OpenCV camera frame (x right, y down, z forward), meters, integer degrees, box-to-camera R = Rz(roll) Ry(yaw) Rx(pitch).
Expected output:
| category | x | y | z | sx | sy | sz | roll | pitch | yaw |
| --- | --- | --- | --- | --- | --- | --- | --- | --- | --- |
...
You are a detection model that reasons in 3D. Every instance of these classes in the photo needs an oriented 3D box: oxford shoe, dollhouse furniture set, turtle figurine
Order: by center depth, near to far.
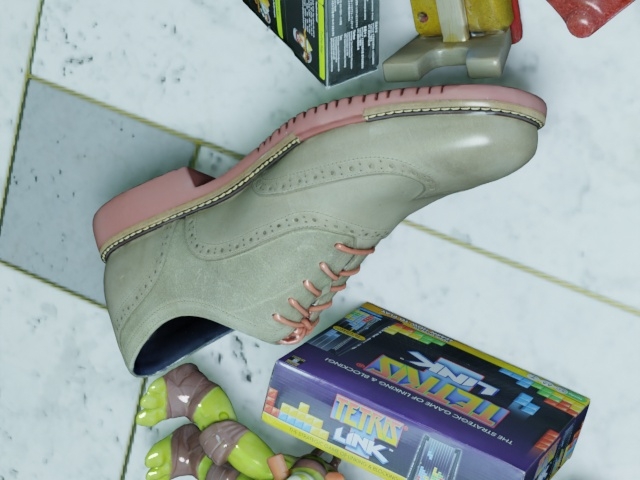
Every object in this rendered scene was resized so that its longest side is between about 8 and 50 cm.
| category | x | y | z | sx | sy | sz | roll | pitch | yaw |
| --- | --- | --- | --- | --- | --- | --- | --- | --- | --- |
| dollhouse furniture set | 0.121 | -0.290 | 0.922 | 0.201 | 0.152 | 0.374 | 1 | 120 | 25 |
| oxford shoe | 0.000 | 0.000 | 1.024 | 0.348 | 0.123 | 0.130 | -22 | 67 | 38 |
| turtle figurine | -0.024 | 0.168 | 1.086 | 0.217 | 0.087 | 0.269 | 33 | 157 | 26 |

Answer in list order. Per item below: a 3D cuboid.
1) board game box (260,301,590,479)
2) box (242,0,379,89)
| category | x | y | z | sx | sy | sz | roll | pitch | yaw |
| --- | --- | --- | --- | --- | --- | --- | --- | --- | --- |
| board game box | 0.069 | 0.107 | 1.023 | 0.170 | 0.141 | 0.048 | 23 | 111 | 18 |
| box | -0.027 | -0.217 | 0.959 | 0.184 | 0.045 | 0.190 | 47 | 151 | 39 |
